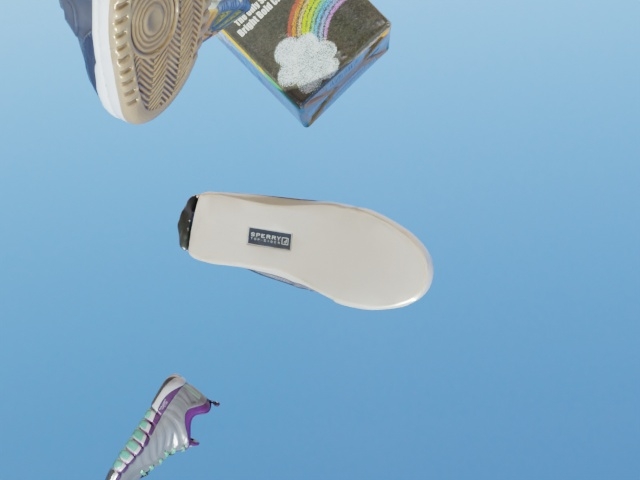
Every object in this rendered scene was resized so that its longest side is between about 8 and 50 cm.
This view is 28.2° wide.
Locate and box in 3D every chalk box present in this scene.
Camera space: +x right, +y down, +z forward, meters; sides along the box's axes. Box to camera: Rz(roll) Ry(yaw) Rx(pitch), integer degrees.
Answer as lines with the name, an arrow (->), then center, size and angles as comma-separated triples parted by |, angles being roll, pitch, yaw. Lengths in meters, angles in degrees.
chalk box -> -0.060, -0.331, 1.805 | 0.180, 0.289, 0.179 | -43, 176, -1

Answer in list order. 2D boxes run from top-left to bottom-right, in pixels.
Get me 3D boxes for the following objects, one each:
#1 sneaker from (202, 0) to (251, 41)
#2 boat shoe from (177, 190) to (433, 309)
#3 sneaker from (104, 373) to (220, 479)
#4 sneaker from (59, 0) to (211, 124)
sneaker -> -0.178, -0.293, 1.462 | 0.112, 0.131, 0.296 | -34, 177, 18
boat shoe -> 0.000, 0.000, 1.636 | 0.340, 0.127, 0.158 | 16, -170, 21
sneaker -> -0.247, 0.320, 1.952 | 0.098, 0.224, 0.083 | 32, 179, -2
sneaker -> -0.155, -0.213, 0.756 | 0.153, 0.282, 0.099 | 17, -143, 24
